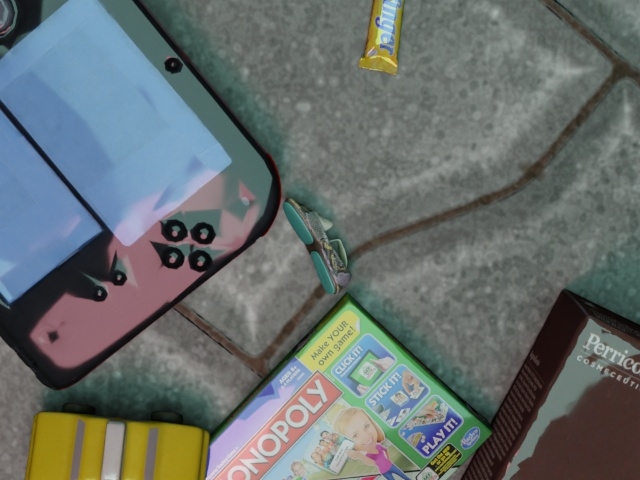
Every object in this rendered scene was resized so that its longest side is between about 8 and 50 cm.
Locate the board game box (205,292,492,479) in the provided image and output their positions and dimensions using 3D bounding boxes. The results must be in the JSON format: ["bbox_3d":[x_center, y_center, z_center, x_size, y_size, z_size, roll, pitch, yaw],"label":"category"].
[{"bbox_3d":[-0.003,0.242,1.726,0.213,0.046,0.317,42,96,-10],"label":"board game box"}]

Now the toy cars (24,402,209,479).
[{"bbox_3d":[-0.138,0.294,1.632,0.176,0.087,0.394,-43,82,-11],"label":"toy cars"}]

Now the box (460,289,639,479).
[{"bbox_3d":[0.260,0.268,1.697,0.191,0.143,0.381,26,97,-7],"label":"box"}]

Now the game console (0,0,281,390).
[{"bbox_3d":[-0.267,-0.084,1.647,0.342,0.060,0.386,-39,99,4],"label":"game console"}]

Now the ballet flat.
[{"bbox_3d":[0.000,0.000,1.690,0.041,0.041,0.114,-27,101,2],"label":"ballet flat"}]

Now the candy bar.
[{"bbox_3d":[0.071,-0.252,1.652,0.040,0.018,0.161,8,101,-4],"label":"candy bar"}]
